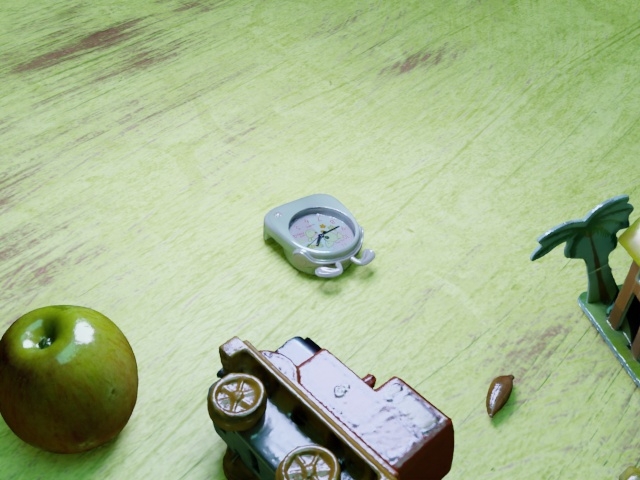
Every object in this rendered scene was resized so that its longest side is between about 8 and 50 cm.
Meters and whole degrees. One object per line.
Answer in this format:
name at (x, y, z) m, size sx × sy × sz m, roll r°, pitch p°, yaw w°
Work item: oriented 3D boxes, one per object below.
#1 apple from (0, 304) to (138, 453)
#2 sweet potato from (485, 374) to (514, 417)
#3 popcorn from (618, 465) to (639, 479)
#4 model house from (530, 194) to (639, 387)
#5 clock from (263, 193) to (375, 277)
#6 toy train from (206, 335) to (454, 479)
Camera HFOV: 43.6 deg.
apple at (-0.343, 0.181, 1.080) m, size 0.196 × 0.196 × 0.196 m, roll 3°, pitch 41°, yaw -3°
sweet potato at (0.268, 0.230, 1.204) m, size 0.034 × 0.034 × 0.095 m, roll 23°, pitch 41°, yaw 19°
popcorn at (0.452, 0.372, 0.972) m, size 0.266 × 0.192 × 0.233 m, roll -42°, pitch 73°, yaw -14°
model house at (0.525, 0.075, 1.194) m, size 0.340 × 0.324 × 0.300 m, roll -7°, pitch 42°, yaw -15°
clock at (0.000, 0.000, 1.415) m, size 0.151 × 0.062 × 0.191 m, roll -20°, pitch 48°, yaw -28°
toy train at (0.014, 0.256, 1.021) m, size 0.231 × 0.163 × 0.369 m, roll -31°, pitch 47°, yaw -28°
